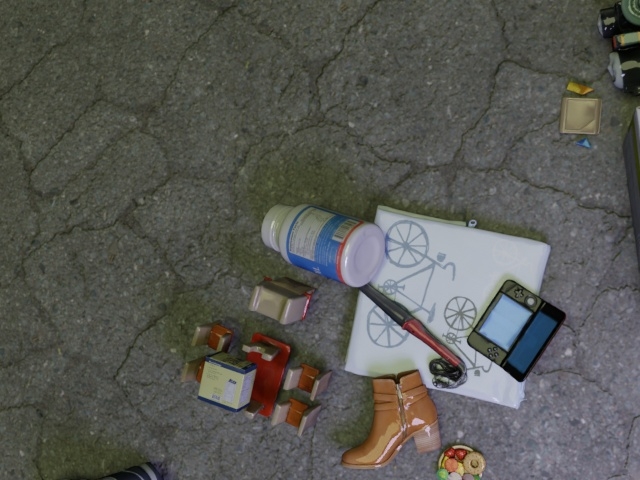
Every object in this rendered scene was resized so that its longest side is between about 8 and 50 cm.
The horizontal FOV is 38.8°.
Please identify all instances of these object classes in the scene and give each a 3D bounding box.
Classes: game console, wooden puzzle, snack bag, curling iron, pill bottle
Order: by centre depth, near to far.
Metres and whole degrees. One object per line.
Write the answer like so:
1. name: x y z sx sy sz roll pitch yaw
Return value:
1. game console: 0.340 0.155 1.591 0.124 0.085 0.144 34 93 13
2. curling iron: 0.159 0.167 1.658 0.068 0.035 0.274 -46 77 6
3. wooden puzzle: 0.476 -0.229 1.662 0.078 0.014 0.116 12 87 21
4. snack bag: 0.235 0.118 1.681 0.342 0.037 0.323 11 87 14
5. pill bottle: 0.000 0.000 1.699 0.221 0.124 0.124 19 89 38

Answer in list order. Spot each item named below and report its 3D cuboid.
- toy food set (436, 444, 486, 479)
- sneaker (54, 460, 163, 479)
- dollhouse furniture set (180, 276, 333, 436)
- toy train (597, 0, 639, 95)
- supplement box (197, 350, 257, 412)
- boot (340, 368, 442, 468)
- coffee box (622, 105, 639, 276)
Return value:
1. toy food set: 0.254 0.415 1.649 0.083 0.020 0.082 21 90 17
2. sneaker: -0.425 0.505 1.807 0.282 0.153 0.099 -20 80 44
3. dollhouse furniture set: -0.097 0.208 1.740 0.262 0.135 0.259 21 101 17
4. toy train: 0.656 -0.362 1.567 0.334 0.142 0.190 -8 91 15
5. supplement box: -0.170 0.259 1.667 0.083 0.056 0.083 16 100 18
6. boot: 0.114 0.325 1.658 0.197 0.073 0.152 -17 96 -1
7. coffee box: 0.672 -0.040 1.416 0.337 0.334 0.338 -7 84 14
